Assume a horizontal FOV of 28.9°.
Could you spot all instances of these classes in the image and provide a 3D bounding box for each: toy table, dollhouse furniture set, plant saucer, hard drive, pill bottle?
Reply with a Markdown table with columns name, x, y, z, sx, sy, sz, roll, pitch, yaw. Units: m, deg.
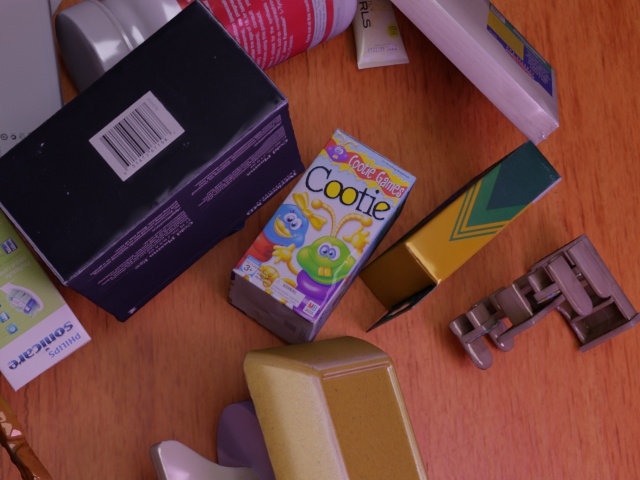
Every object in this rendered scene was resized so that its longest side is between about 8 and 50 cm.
| name | x | y | z | sx | sy | sz | roll | pitch | yaw |
| --- | --- | --- | --- | --- | --- | --- | --- | --- | --- |
| toy table | -0.123 | 0.368 | 1.665 | 0.161 | 0.252 | 0.274 | -15 | 73 | -38 |
| dollhouse furniture set | 0.362 | 0.113 | 1.893 | 0.242 | 0.212 | 0.161 | -28 | 84 | -49 |
| plant saucer | 0.050 | 0.289 | 1.702 | 0.333 | 0.081 | 0.332 | -1 | 72 | -62 |
| hard drive | -0.462 | -0.204 | 1.642 | 0.233 | 0.047 | 0.353 | -3 | 122 | -4 |
| pill bottle | -0.168 | -0.332 | 1.818 | 0.408 | 0.229 | 0.229 | -30 | 87 | -23 |

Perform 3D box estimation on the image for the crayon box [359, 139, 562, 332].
| name | x | y | z | sx | sy | sz | roll | pitch | yaw |
| --- | --- | --- | --- | --- | --- | --- | --- | --- | --- |
| crayon box | 0.189 | -0.005 | 1.865 | 0.323 | 0.203 | 0.083 | -39 | 90 | -23 |

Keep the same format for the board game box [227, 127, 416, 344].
| name | x | y | z | sx | sy | sz | roll | pitch | yaw |
| --- | --- | --- | --- | --- | --- | --- | --- | --- | --- |
| board game box | 0.000 | 0.000 | 1.823 | 0.142 | 0.144 | 0.275 | 33 | 68 | 7 |

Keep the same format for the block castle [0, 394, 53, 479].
| name | x | y | z | sx | sy | sz | roll | pitch | yaw |
| --- | --- | --- | --- | --- | --- | --- | --- | --- | --- |
| block castle | -0.540 | 0.374 | 1.533 | 0.453 | 0.213 | 0.303 | -30 | 75 | -29 |

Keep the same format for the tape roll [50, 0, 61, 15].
| name | x | y | z | sx | sy | sz | roll | pitch | yaw |
| --- | --- | --- | --- | --- | --- | --- | --- | --- | --- |
| tape roll | -0.500 | -0.383 | 1.728 | 0.286 | 0.100 | 0.286 | -5 | 64 | 9 |

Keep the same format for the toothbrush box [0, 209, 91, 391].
| name | x | y | z | sx | sy | sz | roll | pitch | yaw |
| --- | --- | --- | --- | --- | --- | --- | --- | --- | --- |
| toothbrush box | -0.438 | 0.029 | 1.597 | 0.122 | 0.206 | 0.283 | -35 | 109 | -14 |

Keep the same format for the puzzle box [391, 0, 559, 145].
| name | x | y | z | sx | sy | sz | roll | pitch | yaw |
| --- | --- | --- | --- | --- | --- | --- | --- | --- | --- |
| puzzle box | 0.215 | -0.345 | 1.925 | 0.409 | 0.052 | 0.272 | 43 | 24 | -12 |

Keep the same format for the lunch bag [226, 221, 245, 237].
| name | x | y | z | sx | sy | sz | roll | pitch | yaw |
| --- | --- | --- | --- | --- | --- | --- | --- | --- | --- |
| lunch bag | -0.154 | -0.046 | 1.839 | 0.067 | 0.065 | 0.098 | 9 | 72 | -33 |

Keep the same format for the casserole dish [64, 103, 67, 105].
| name | x | y | z | sx | sy | sz | roll | pitch | yaw |
| --- | --- | --- | --- | --- | --- | --- | --- | --- | --- |
| casserole dish | -0.372 | -0.141 | 1.767 | 0.189 | 0.037 | 0.114 | 14 | 101 | 10 |

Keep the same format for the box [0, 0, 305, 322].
| name | x | y | z | sx | sy | sz | roll | pitch | yaw |
| --- | --- | --- | --- | --- | --- | --- | --- | --- | --- |
| box | -0.211 | -0.086 | 1.592 | 0.343 | 0.312 | 0.179 | -40 | 78 | -6 |

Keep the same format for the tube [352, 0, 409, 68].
| name | x | y | z | sx | sy | sz | roll | pitch | yaw |
| --- | --- | --- | --- | --- | --- | --- | --- | --- | --- |
| tube | 0.079 | -0.397 | 2.011 | 0.070 | 0.062 | 0.240 | -13 | 84 | 19 |
